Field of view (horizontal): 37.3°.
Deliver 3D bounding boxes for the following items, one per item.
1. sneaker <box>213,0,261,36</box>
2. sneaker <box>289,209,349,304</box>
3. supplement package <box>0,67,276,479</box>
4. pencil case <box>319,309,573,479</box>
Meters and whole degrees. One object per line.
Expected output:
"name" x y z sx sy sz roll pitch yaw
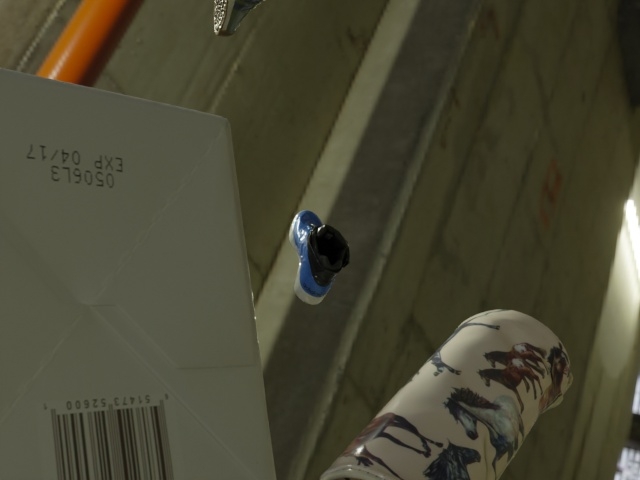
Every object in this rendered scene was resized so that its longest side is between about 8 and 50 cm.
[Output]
"sneaker" -0.076 -0.313 1.160 0.192 0.086 0.064 120 145 -61
"sneaker" 0.001 0.000 1.205 0.084 0.058 0.152 -54 24 38
"supplement package" -0.190 0.057 0.427 0.178 0.293 0.175 5 -107 -49
"pencil case" 0.171 0.236 1.156 0.410 0.183 0.160 -38 -11 -47
